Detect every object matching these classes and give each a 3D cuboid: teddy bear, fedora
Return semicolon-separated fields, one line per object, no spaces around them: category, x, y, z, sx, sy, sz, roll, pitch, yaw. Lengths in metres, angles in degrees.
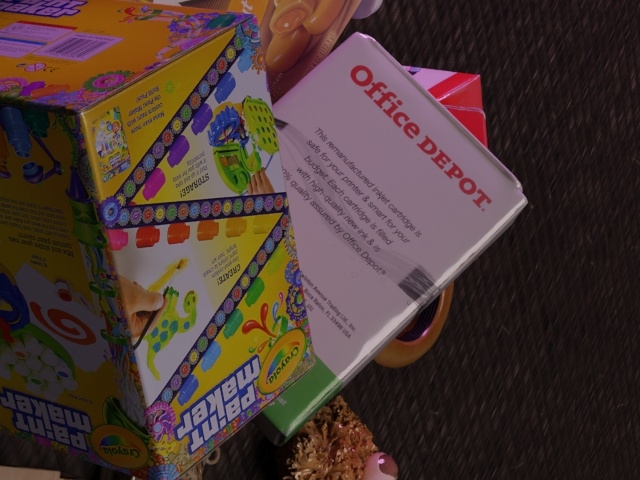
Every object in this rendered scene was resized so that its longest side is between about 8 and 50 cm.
teddy bear;0.022;0.333;1.704;0.245;0.113;0.338;7;94;-56
fedora;0.062;0.034;1.699;0.194;0.079;0.194;-7;100;-50

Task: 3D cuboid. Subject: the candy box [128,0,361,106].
candy box;-0.091;-0.246;1.373;0.316;0.087;0.183;29;93;-53

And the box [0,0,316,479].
box;-0.186;-0.015;1.176;0.177;0.290;0.279;-36;128;-43

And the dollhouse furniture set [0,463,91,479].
dollhouse furniture set;-0.245;0.300;1.294;0.212;0.161;0.242;17;86;-53

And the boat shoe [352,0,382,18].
boat shoe;0.039;-0.322;1.568;0.070;0.078;0.219;-29;120;-45

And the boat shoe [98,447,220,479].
boat shoe;-0.147;0.232;1.466;0.104;0.089;0.285;41;67;-49

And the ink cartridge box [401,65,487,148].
ink cartridge box;0.079;-0.089;1.557;0.078;0.231;0.134;-34;125;-44

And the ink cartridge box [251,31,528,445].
ink cartridge box;0.000;0.000;1.408;0.289;0.211;0.121;-42;173;-11
